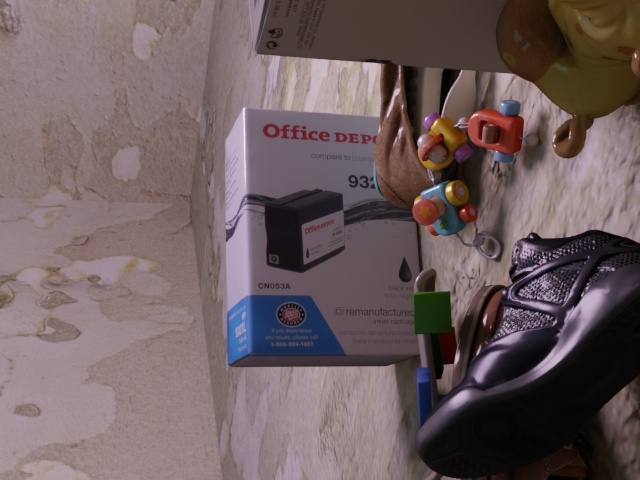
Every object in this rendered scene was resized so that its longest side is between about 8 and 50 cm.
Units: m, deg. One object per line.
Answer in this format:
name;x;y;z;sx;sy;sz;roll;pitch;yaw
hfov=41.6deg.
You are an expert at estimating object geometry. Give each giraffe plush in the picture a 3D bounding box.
giraffe plush;0.192;-0.159;0.581;0.210;0.181;0.170;51;164;12

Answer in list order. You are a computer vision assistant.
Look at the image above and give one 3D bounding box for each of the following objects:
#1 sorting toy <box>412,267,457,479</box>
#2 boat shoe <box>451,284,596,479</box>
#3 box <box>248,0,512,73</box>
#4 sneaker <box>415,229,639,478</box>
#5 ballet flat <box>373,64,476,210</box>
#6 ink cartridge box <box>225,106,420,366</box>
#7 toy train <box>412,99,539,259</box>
sorting toy;0.120;0.137;0.831;0.347;0.047;0.195;62;-154;-75
boat shoe;0.174;0.181;0.685;0.105;0.111;0.307;-13;64;42
box;0.082;-0.212;0.695;0.094;0.275;0.113;115;154;-56
sneaker;0.159;0.079;0.636;0.227;0.087;0.130;-47;23;18
ballet flat;0.117;-0.203;0.912;0.124;0.116;0.342;2;91;54
ink cartridge box;0.000;0.000;1.065;0.129;0.223;0.307;137;133;-68
toy train;0.139;-0.061;0.819;0.125;0.046;0.166;28;125;38
